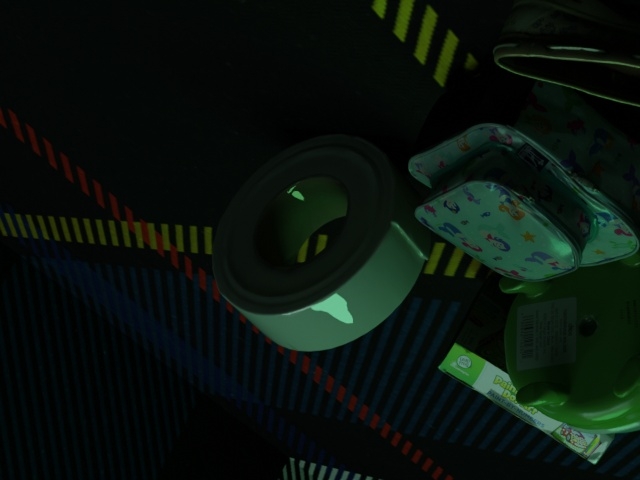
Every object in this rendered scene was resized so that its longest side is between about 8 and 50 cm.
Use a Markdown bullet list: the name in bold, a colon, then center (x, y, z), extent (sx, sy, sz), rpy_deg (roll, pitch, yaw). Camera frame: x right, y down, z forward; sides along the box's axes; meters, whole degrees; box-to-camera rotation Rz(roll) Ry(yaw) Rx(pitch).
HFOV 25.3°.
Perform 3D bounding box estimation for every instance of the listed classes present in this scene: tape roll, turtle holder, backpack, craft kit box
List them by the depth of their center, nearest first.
- **backpack**: center (0.244, -0.064, 1.579), extent (0.253, 0.191, 0.225), rpy_deg (28, 160, -17)
- **turtle holder**: center (0.399, 0.111, 1.789), extent (0.227, 0.320, 0.243), rpy_deg (28, -151, -45)
- **tape roll**: center (0.000, 0.000, 1.877), extent (0.286, 0.286, 0.100), rpy_deg (9, 153, 41)
- **craft kit box**: center (0.305, 0.173, 1.989), extent (0.246, 0.250, 0.061), rpy_deg (33, 117, 3)

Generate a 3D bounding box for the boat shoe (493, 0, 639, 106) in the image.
- **boat shoe**: center (0.309, -0.159, 1.382), extent (0.285, 0.089, 0.104), rpy_deg (22, 159, 13)
